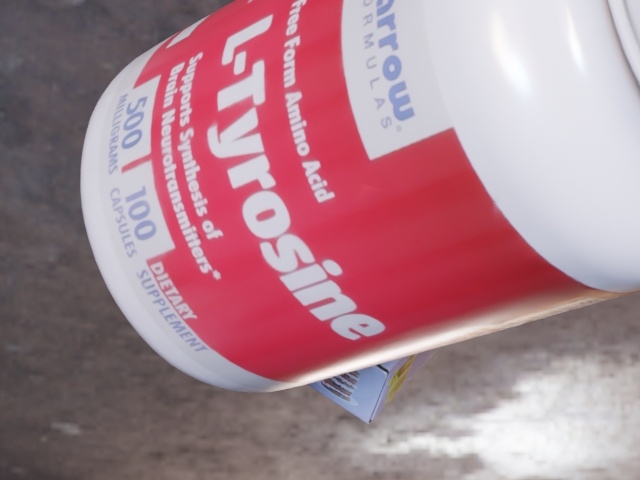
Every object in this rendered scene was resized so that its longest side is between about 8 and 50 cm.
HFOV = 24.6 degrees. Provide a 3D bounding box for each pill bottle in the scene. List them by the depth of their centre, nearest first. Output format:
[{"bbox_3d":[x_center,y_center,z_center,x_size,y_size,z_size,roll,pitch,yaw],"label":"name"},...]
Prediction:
[{"bbox_3d":[0.075,-0.065,0.785,0.229,0.229,0.407,21,150,-39],"label":"pill bottle"}]

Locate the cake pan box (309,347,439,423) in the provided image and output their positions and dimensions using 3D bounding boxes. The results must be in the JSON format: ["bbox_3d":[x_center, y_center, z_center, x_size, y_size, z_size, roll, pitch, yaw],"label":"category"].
[{"bbox_3d":[0.000,0.000,1.224,0.267,0.246,0.070,31,129,14],"label":"cake pan box"}]
